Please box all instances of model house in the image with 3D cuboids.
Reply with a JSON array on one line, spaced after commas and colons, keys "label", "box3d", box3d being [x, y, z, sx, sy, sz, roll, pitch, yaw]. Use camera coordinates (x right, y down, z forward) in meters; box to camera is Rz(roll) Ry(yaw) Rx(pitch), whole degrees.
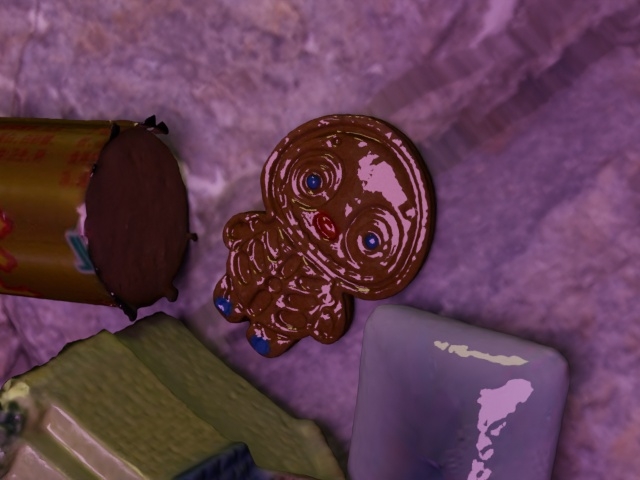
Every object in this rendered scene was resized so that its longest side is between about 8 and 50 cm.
[{"label": "model house", "box3d": [-0.102, 0.180, 1.047, 0.189, 0.214, 0.195, 28, 110, 17]}]

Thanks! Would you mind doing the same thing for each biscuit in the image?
[{"label": "biscuit", "box3d": [0.000, 0.000, 1.082, 0.124, 0.026, 0.175, 44, 111, 13]}]

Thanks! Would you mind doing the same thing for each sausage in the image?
[{"label": "sausage", "box3d": [-0.248, -0.029, 1.138, 0.317, 0.117, 0.125, 5, 106, 23]}]

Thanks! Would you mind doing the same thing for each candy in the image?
[{"label": "candy", "box3d": [0.078, 0.135, 1.039, 0.138, 0.071, 0.174, 15, 102, 31]}]
